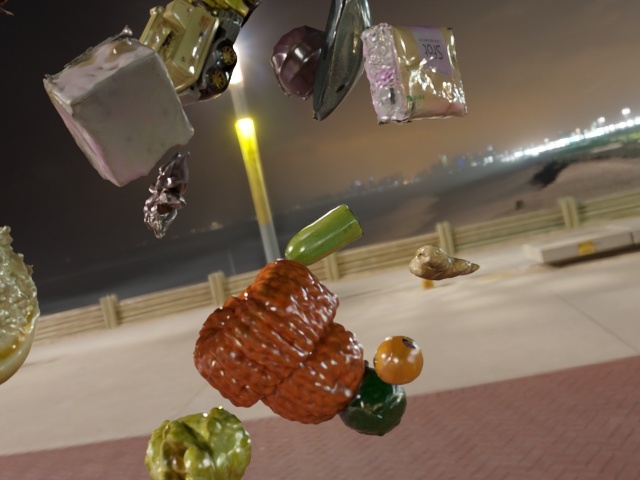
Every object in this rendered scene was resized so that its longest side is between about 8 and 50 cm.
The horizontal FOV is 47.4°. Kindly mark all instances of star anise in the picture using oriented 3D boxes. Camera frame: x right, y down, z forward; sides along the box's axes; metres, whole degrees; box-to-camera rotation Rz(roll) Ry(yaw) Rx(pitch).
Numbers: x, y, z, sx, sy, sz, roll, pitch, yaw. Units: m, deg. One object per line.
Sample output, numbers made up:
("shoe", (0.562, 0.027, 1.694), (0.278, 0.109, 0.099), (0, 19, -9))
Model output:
("star anise", (-0.320, -0.090, 1.492), (0.065, 0.195, 0.182), (16, -32, -26))

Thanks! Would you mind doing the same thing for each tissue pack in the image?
("tissue pack", (0.206, -0.360, 1.593), (0.123, 0.215, 0.257), (-7, 6, 39))

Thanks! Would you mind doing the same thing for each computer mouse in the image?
("computer mouse", (0.066, -0.488, 1.922), (0.114, 0.374, 0.203), (8, 25, -13))

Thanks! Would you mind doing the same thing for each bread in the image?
("bread", (-0.733, 0.098, 1.380), (0.245, 0.424, 0.329), (6, 51, 36))

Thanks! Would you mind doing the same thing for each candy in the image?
("candy", (-0.315, -0.214, 1.170), (0.185, 0.195, 0.137), (-39, 44, -22))

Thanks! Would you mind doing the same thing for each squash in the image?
("squash", (0.000, 0.000, 1.688), (0.188, 0.095, 0.095), (-33, 7, -13))

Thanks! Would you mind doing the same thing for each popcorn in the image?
("popcorn", (-0.318, 0.551, 1.839), (0.250, 0.235, 0.242), (-21, -17, 36))

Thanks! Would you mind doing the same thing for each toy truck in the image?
("toy truck", (-0.327, -0.568, 1.945), (0.181, 0.405, 0.254), (2, -24, 45))

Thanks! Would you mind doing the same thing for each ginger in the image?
("ginger", (0.342, 0.068, 2.010), (0.148, 0.081, 0.334), (-31, -27, 34))

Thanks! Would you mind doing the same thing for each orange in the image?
("orange", (0.126, 0.194, 1.181), (0.083, 0.083, 0.083), (-13, 2, 0))

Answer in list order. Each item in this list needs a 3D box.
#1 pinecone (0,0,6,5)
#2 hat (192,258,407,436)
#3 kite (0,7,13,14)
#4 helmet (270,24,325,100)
("pinecone", (-0.680, -0.555, 1.420), (0.208, 0.207, 0.208), (-13, 2, 0))
("hat", (-0.038, 0.250, 1.384), (0.285, 0.400, 0.285), (-37, 13, 10))
("kite", (-0.781, -0.454, 1.399), (0.360, 0.022, 0.204), (0, -15, 7))
("helmet", (-0.065, -0.588, 2.340), (0.225, 0.177, 0.305), (-46, 31, -4))
